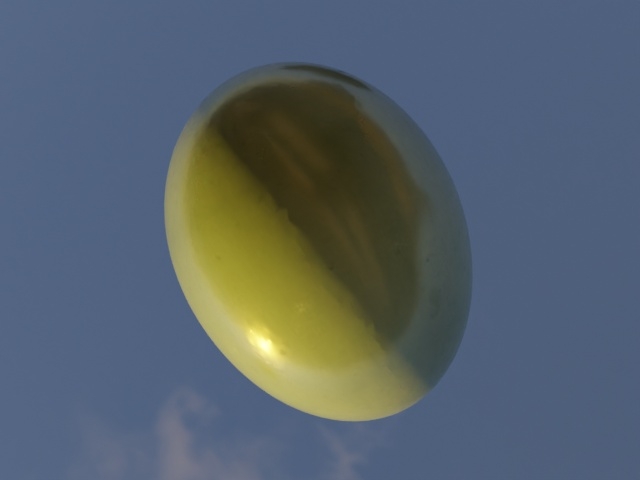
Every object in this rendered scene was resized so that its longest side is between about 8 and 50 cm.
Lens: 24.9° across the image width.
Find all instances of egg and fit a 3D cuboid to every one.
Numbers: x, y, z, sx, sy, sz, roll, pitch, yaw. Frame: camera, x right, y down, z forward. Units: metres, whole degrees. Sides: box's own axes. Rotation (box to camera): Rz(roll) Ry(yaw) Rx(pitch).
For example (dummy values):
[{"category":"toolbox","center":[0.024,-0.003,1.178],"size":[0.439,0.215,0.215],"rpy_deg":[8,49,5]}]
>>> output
[{"category":"egg","center":[0.000,0.000,0.743],"size":[0.149,0.149,0.192],"rpy_deg":[-29,-103,10]}]
